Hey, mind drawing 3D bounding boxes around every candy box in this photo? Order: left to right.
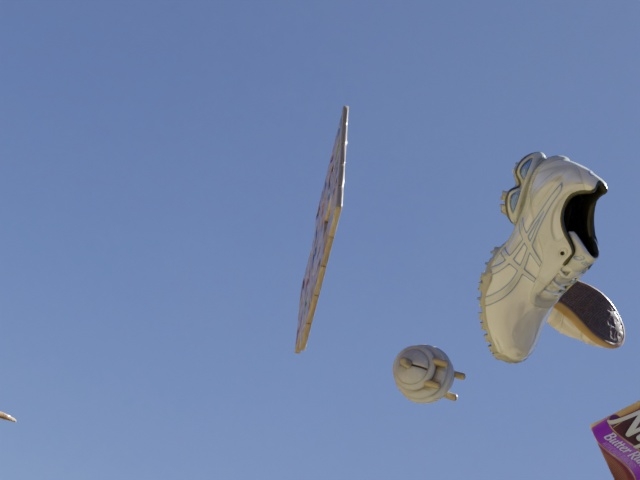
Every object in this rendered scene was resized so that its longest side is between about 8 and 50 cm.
[{"bbox_3d":[0.374,0.250,1.635,0.109,0.187,0.053,-29,-54,10],"label":"candy box"}]

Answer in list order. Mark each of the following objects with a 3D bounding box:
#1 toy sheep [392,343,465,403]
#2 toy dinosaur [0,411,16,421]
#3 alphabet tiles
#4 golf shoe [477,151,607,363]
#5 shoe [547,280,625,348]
[{"bbox_3d":[0.144,0.184,2.092,0.091,0.091,0.132,12,-19,33],"label":"toy sheep"},{"bbox_3d":[-0.444,0.148,1.755,0.211,0.112,0.064,57,-35,-4],"label":"toy dinosaur"},{"bbox_3d":[0.000,0.000,1.672,0.009,0.198,0.237,11,-54,-5],"label":"alphabet tiles"},{"bbox_3d":[0.181,0.020,1.216,0.069,0.176,0.086,2,12,-41],"label":"golf shoe"},{"bbox_3d":[0.367,0.095,2.262,0.219,0.076,0.058,35,-31,-21],"label":"shoe"}]
